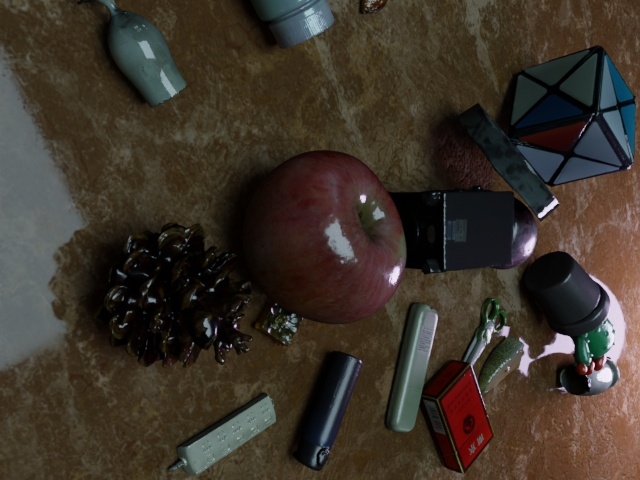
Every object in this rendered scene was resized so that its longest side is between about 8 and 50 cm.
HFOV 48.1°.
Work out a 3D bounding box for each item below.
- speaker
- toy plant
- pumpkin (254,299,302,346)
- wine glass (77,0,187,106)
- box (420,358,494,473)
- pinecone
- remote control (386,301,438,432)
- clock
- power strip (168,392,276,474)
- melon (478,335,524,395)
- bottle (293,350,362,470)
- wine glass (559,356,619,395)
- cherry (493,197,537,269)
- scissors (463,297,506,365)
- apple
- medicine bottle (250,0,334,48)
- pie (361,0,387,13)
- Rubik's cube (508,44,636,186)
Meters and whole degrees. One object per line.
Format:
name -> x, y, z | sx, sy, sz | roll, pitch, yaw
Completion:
speaker -> 0.262, -0.030, 1.600 | 0.254, 0.232, 0.184 | -3, 94, -36
toy plant -> 0.744, 0.204, 2.058 | 0.400, 0.185, 0.279 | 47, 20, -27
pumpkin -> -0.082, 0.162, 1.429 | 0.083, 0.054, 0.074 | 40, 64, -28
wine glass -> -0.306, -0.325, 1.189 | 0.093, 0.093, 0.202 | -47, 119, -29
box -> 0.343, 0.439, 1.791 | 0.153, 0.074, 0.239 | -39, 118, -38
pinecone -> -0.227, 0.092, 1.183 | 0.257, 0.243, 0.243 | 9, 85, 1
remote control -> 0.222, 0.302, 1.705 | 0.090, 0.038, 0.309 | 20, 80, -42
clock -> 0.449, -0.189, 1.716 | 0.067, 0.325, 0.325 | -39, 126, 15
power strip -> -0.181, 0.372, 1.370 | 0.253, 0.027, 0.060 | -27, 109, -37
melon -> 0.482, 0.343, 1.934 | 0.182, 0.054, 0.098 | -27, 124, -36
bottle -> 0.018, 0.357, 1.504 | 0.072, 0.082, 0.244 | 36, 70, -38
wine glass -> 0.819, 0.413, 2.174 | 0.204, 0.111, 0.111 | 0, 92, -44
cherry -> 0.448, -0.018, 1.794 | 0.195, 0.195, 0.195 | -2, 94, -40
scissors -> 0.428, 0.249, 1.887 | 0.101, 0.027, 0.204 | 53, 58, -28
apple -> 0.000, 0.000, 1.369 | 0.345, 0.269, 0.344 | 27, 54, -44
medicine bottle -> -0.074, -0.491, 1.348 | 0.139, 0.139, 0.225 | -43, 117, -31
pie -> 0.125, -0.595, 1.586 | 0.088, 0.033, 0.191 | -5, 95, -44
Rubik's cube -> 0.666, -0.322, 1.892 | 0.248, 0.250, 0.246 | 39, 54, -38
